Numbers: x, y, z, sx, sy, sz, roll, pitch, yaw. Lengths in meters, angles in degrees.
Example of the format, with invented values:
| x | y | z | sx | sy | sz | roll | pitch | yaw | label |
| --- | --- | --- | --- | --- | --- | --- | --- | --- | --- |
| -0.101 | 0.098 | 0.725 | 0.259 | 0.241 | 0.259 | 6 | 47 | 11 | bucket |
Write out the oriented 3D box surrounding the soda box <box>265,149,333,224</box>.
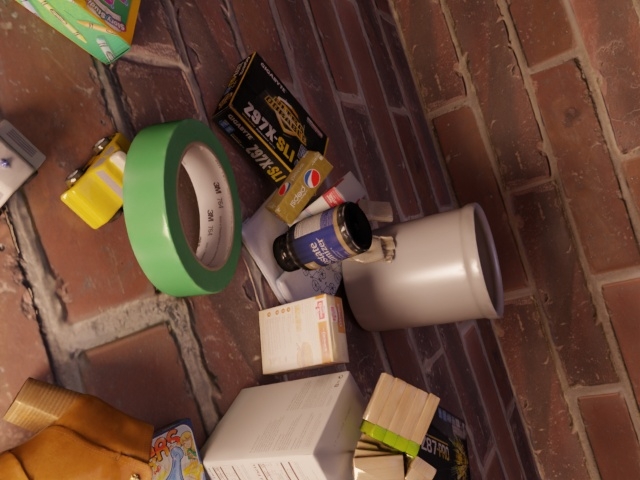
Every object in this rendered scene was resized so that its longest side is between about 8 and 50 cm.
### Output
| x | y | z | sx | sy | sz | roll | pitch | yaw | label |
| --- | --- | --- | --- | --- | --- | --- | --- | --- | --- |
| -0.052 | -0.130 | 1.328 | 0.061 | 0.058 | 0.181 | 41 | 80 | -33 | soda box |

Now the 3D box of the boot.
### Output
| x | y | z | sx | sy | sz | roll | pitch | yaw | label |
| --- | --- | --- | --- | --- | --- | --- | --- | --- | --- |
| -0.329 | 0.325 | 0.678 | 0.211 | 0.104 | 0.295 | 33 | 36 | -19 | boot |

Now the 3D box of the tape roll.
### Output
| x | y | z | sx | sy | sz | roll | pitch | yaw | label |
| --- | --- | --- | --- | --- | --- | --- | --- | --- | --- |
| -0.240 | -0.059 | 1.008 | 0.321 | 0.077 | 0.321 | -7 | 90 | -76 | tape roll |

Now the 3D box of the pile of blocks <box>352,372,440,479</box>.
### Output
| x | y | z | sx | sy | sz | roll | pitch | yaw | label |
| --- | --- | --- | --- | --- | --- | --- | --- | --- | --- |
| 0.116 | 0.408 | 0.917 | 0.112 | 0.148 | 0.362 | 129 | -37 | -74 | pile of blocks |

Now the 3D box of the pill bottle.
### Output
| x | y | z | sx | sy | sz | roll | pitch | yaw | label |
| --- | --- | --- | --- | --- | --- | --- | --- | --- | --- |
| 0.000 | 0.000 | 1.266 | 0.122 | 0.219 | 0.123 | 33 | 47 | -43 | pill bottle |

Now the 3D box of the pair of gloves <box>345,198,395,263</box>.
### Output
| x | y | z | sx | sy | sz | roll | pitch | yaw | label |
| --- | --- | --- | --- | --- | --- | --- | --- | --- | --- |
| 0.102 | -0.034 | 1.488 | 0.042 | 0.204 | 0.240 | 97 | -1 | -50 | pair of gloves |

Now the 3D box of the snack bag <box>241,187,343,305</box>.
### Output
| x | y | z | sx | sy | sz | roll | pitch | yaw | label |
| --- | --- | --- | --- | --- | --- | --- | --- | --- | --- |
| -0.057 | 0.028 | 1.406 | 0.343 | 0.037 | 0.323 | 60 | 32 | -19 | snack bag |

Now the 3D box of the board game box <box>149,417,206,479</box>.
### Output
| x | y | z | sx | sy | sz | roll | pitch | yaw | label |
| --- | --- | --- | --- | --- | --- | --- | --- | --- | --- |
| -0.271 | 0.382 | 0.860 | 0.201 | 0.035 | 0.136 | -10 | 83 | -59 | board game box |

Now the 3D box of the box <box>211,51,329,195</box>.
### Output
| x | y | z | sx | sy | sz | roll | pitch | yaw | label |
| --- | --- | --- | --- | --- | --- | --- | --- | --- | --- |
| -0.116 | -0.289 | 1.415 | 0.322 | 0.079 | 0.257 | 46 | 39 | -31 | box |

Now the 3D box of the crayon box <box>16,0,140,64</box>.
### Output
| x | y | z | sx | sy | sz | roll | pitch | yaw | label |
| --- | --- | --- | --- | --- | --- | --- | --- | --- | --- |
| -0.457 | -0.469 | 0.964 | 0.278 | 0.081 | 0.165 | 34 | 47 | -47 | crayon box |

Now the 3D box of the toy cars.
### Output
| x | y | z | sx | sy | sz | roll | pitch | yaw | label |
| --- | --- | --- | --- | --- | --- | --- | --- | --- | --- |
| -0.404 | -0.108 | 0.851 | 0.393 | 0.087 | 0.177 | -9 | 82 | -60 | toy cars |

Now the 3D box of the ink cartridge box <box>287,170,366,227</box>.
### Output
| x | y | z | sx | sy | sz | roll | pitch | yaw | label |
| --- | --- | --- | --- | --- | --- | --- | --- | --- | --- |
| 0.016 | -0.082 | 1.377 | 0.072 | 0.175 | 0.127 | 51 | 33 | -7 | ink cartridge box |

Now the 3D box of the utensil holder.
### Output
| x | y | z | sx | sy | sz | roll | pitch | yaw | label |
| --- | --- | --- | --- | --- | --- | --- | --- | --- | --- |
| 0.297 | 0.088 | 1.579 | 0.327 | 0.385 | 0.328 | 38 | 46 | -54 | utensil holder |

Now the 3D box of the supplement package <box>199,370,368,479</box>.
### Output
| x | y | z | sx | sy | sz | roll | pitch | yaw | label |
| --- | --- | --- | --- | --- | --- | --- | --- | --- | --- |
| -0.045 | 0.395 | 0.998 | 0.198 | 0.262 | 0.199 | 63 | 31 | -17 | supplement package |

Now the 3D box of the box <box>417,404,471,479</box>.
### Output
| x | y | z | sx | sy | sz | roll | pitch | yaw | label |
| --- | --- | --- | --- | --- | --- | --- | --- | --- | --- |
| 0.345 | 0.671 | 1.664 | 0.395 | 0.097 | 0.318 | 40 | 40 | -42 | box |

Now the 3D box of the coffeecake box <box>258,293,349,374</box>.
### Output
| x | y | z | sx | sy | sz | roll | pitch | yaw | label |
| --- | --- | --- | --- | --- | --- | --- | --- | --- | --- |
| -0.039 | 0.208 | 1.186 | 0.068 | 0.185 | 0.142 | 22 | 57 | -53 | coffeecake box |
